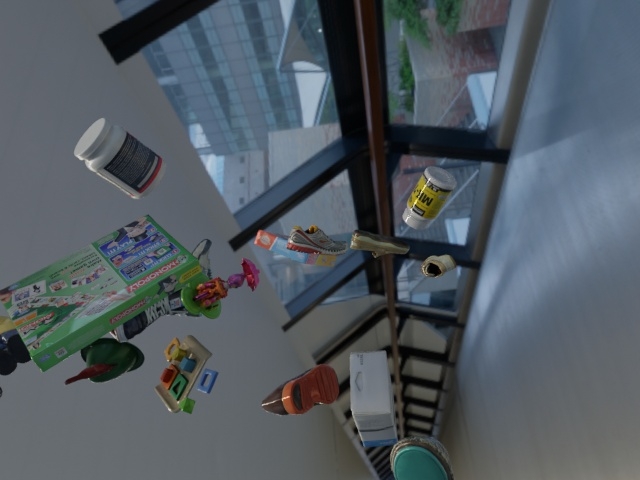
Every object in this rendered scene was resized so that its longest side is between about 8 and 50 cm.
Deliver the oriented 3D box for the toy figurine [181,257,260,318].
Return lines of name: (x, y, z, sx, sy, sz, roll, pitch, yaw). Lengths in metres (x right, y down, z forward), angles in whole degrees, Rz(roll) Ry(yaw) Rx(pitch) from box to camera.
toy figurine: (-0.226, 0.103, 1.228, 0.130, 0.159, 0.173, 64, -166, 2)

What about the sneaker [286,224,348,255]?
sneaker: (0.000, 0.000, 1.675, 0.088, 0.225, 0.092, 11, 92, 56)

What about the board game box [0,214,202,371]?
board game box: (-0.417, 0.082, 0.974, 0.214, 0.317, 0.046, 35, 146, 37)

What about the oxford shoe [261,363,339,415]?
oxford shoe: (-0.040, 0.357, 1.230, 0.271, 0.098, 0.096, 13, -119, -61)

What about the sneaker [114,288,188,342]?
sneaker: (-0.453, 0.189, 1.397, 0.282, 0.153, 0.099, -107, 10, -78)

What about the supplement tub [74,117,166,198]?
supplement tub: (-0.725, -0.295, 1.868, 0.272, 0.191, 0.191, 40, -146, -39)

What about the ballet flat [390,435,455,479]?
ballet flat: (0.307, 0.670, 1.415, 0.182, 0.164, 0.482, -58, -47, -57)

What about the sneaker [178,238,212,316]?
sneaker: (-0.417, 0.134, 1.770, 0.110, 0.122, 0.282, 147, 141, -66)

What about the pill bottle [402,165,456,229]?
pill bottle: (0.379, -0.146, 1.805, 0.119, 0.119, 0.208, -91, 20, -51)

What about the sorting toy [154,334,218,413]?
sorting toy: (-0.421, 0.387, 1.524, 0.047, 0.348, 0.196, 37, -101, -34)

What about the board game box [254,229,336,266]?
board game box: (-0.095, 0.037, 2.148, 0.316, 0.242, 0.064, 12, -83, -68)

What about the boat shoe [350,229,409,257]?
boat shoe: (0.184, 0.021, 1.610, 0.068, 0.190, 0.072, -105, 31, -72)

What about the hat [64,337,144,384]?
hat: (-0.622, 0.396, 1.457, 0.173, 0.209, 0.183, -48, 31, 31)

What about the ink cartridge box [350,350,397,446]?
ink cartridge box: (0.187, 0.553, 1.777, 0.307, 0.129, 0.223, 74, -167, -49)

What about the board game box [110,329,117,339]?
board game box: (-0.844, 0.302, 2.125, 0.145, 0.027, 0.281, -60, -29, -34)

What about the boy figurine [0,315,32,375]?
boy figurine: (-0.855, 0.271, 1.378, 0.285, 0.177, 0.092, 8, 130, 54)

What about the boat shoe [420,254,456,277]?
boat shoe: (0.269, 0.064, 1.218, 0.050, 0.045, 0.135, 61, 161, 4)

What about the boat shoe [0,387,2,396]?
boat shoe: (-0.993, 0.310, 1.392, 0.342, 0.123, 0.123, 45, 176, -5)
